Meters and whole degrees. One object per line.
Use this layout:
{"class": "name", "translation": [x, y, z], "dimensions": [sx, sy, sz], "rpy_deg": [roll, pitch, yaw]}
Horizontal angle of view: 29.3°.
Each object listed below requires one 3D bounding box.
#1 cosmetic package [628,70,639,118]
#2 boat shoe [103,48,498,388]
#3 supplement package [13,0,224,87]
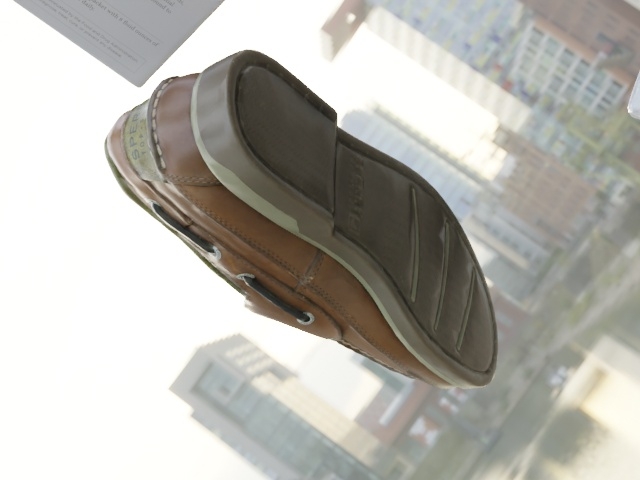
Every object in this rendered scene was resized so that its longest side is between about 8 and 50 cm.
{"class": "cosmetic package", "translation": [0.399, -0.114, 1.079], "dimensions": [0.117, 0.231, 0.086], "rpy_deg": [-9, -62, -70]}
{"class": "boat shoe", "translation": [0.000, 0.000, 0.746], "dimensions": [0.104, 0.307, 0.111], "rpy_deg": [-17, 45, 32]}
{"class": "supplement package", "translation": [-0.107, -0.297, 0.902], "dimensions": [0.293, 0.177, 0.175], "rpy_deg": [-40, 32, 25]}
